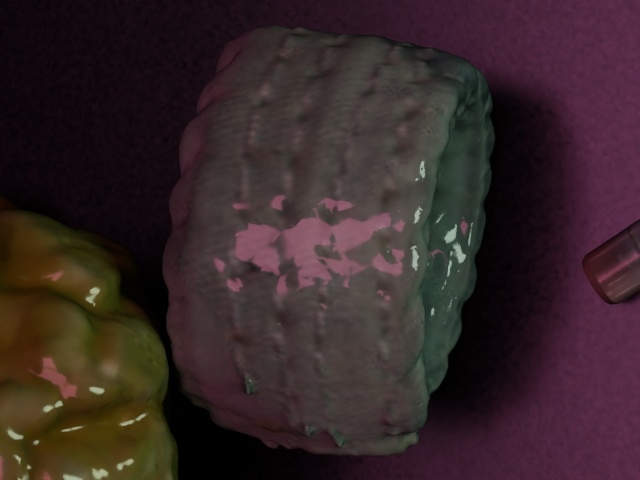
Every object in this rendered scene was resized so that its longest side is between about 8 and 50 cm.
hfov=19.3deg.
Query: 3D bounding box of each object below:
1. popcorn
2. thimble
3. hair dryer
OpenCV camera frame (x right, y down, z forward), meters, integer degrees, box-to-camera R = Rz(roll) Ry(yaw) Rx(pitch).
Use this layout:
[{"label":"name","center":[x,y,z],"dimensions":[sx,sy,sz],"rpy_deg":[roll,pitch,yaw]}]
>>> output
[{"label":"popcorn","center":[-0.193,0.119,1.155],"dimensions":[0.334,0.293,0.292],"rpy_deg":[5,63,57]},{"label":"thimble","center":[0.000,0.000,1.113],"dimensions":[0.171,0.205,0.250],"rpy_deg":[9,84,14]},{"label":"hair dryer","center":[0.212,0.041,1.125],"dimensions":[0.063,0.037,0.114],"rpy_deg":[-36,84,19]}]
